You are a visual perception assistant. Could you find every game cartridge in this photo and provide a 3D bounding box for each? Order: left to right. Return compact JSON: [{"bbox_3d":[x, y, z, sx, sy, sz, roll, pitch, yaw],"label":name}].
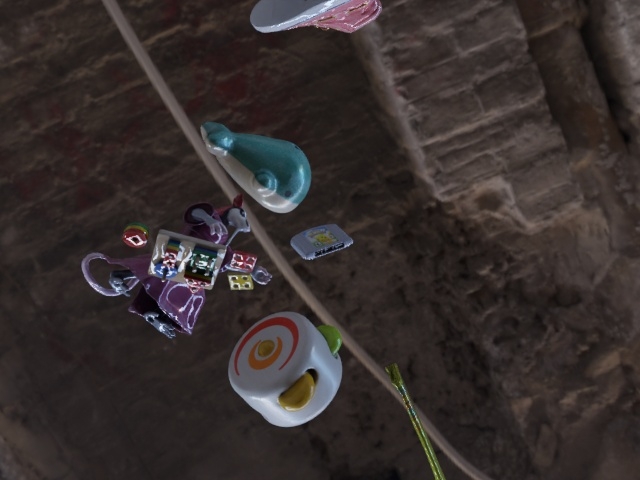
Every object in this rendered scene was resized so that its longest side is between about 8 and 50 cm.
[{"bbox_3d":[0.000,0.000,1.093,0.083,0.017,0.056,-19,-144,-26],"label":"game cartridge"}]

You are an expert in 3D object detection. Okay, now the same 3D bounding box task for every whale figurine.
[{"bbox_3d":[-0.132,-0.181,1.581,0.141,0.272,0.216,-46,-149,12],"label":"whale figurine"}]

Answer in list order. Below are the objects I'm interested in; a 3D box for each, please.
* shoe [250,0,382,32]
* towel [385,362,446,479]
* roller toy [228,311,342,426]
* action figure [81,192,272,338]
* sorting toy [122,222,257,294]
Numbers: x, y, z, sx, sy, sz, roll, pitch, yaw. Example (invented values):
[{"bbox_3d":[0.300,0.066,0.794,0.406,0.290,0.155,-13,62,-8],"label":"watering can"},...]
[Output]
[{"bbox_3d":[-0.006,-0.317,1.008,0.178,0.064,0.081,-12,156,27],"label":"shoe"},{"bbox_3d":[0.164,0.322,1.189,0.021,0.237,0.102,-23,-175,4],"label":"towel"},{"bbox_3d":[-0.071,0.240,1.365,0.191,0.146,0.209,-14,-137,31],"label":"roller toy"},{"bbox_3d":[-0.289,0.034,1.616,0.275,0.248,0.370,12,-130,31],"label":"action figure"},{"bbox_3d":[-0.256,0.054,1.414,0.132,0.274,0.046,118,-19,-45],"label":"sorting toy"}]
